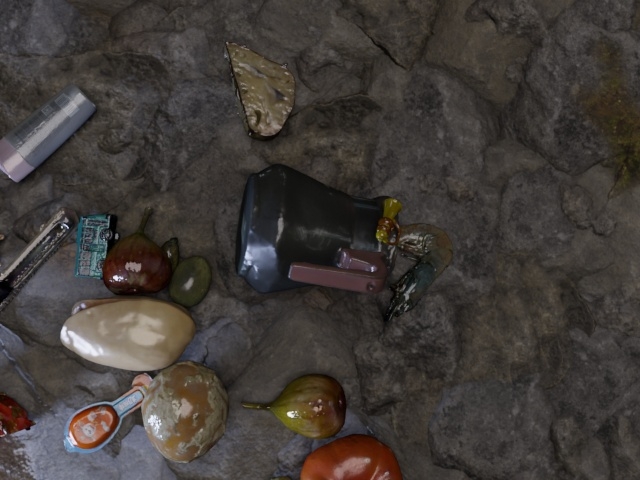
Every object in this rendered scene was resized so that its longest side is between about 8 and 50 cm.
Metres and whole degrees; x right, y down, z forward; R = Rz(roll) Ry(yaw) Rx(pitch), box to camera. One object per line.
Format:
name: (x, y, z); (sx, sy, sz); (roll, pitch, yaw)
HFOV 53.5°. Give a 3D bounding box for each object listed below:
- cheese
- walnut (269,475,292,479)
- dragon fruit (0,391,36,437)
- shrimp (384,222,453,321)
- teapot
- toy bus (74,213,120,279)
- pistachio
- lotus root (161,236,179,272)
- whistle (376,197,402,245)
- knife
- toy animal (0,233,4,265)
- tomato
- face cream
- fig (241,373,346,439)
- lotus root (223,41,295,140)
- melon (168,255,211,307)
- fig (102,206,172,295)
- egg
cheese: (-0.504, 0.419, 1.529); (0.256, 0.037, 0.106); (-34, 91, -8)
walnut: (-0.097, 0.617, 1.538); (0.092, 0.092, 0.092); (1, 85, -7)
dragon fruit: (-0.807, 0.413, 1.432); (0.274, 0.161, 0.126); (-14, 89, -6)
shrimp: (0.215, 0.066, 1.632); (0.178, 0.075, 0.289); (40, 83, 6)
teapot: (0.000, 0.000, 1.476); (0.362, 0.376, 0.305); (6, 114, -13)
toy bus: (-0.544, 0.013, 1.542); (0.092, 0.079, 0.160); (5, 86, -4)
pistachio: (-0.440, 0.205, 1.476); (0.299, 0.187, 0.187); (6, 84, -6)
lotus root: (-0.376, 0.038, 1.572); (0.049, 0.054, 0.099); (14, 84, -26)
whistle: (0.150, -0.034, 1.406); (0.046, 0.057, 0.109); (-1, 52, 28)
knife: (-0.721, 0.063, 1.525); (0.365, 0.043, 0.089); (-47, 129, -10)
toy animal: (-0.798, 0.004, 1.513); (0.114, 0.091, 0.082); (42, 68, 0)
tomato: (0.078, 0.589, 1.509); (0.260, 0.180, 0.259); (1, 86, -9)
face cream: (-0.679, -0.268, 1.555); (0.107, 0.073, 0.269); (44, 81, 4)
fig: (-0.068, 0.403, 1.545); (0.257, 0.159, 0.159); (-1, 85, 11)
lotus root: (-0.148, -0.385, 1.629); (0.170, 0.074, 0.260); (-8, 84, -8)
melon: (-0.317, 0.100, 1.551); (0.098, 0.098, 0.130); (17, 78, -5)
fig: (-0.428, 0.039, 1.513); (0.160, 0.230, 0.143); (-10, 122, 4)
egg: (-0.313, 0.398, 1.471); (0.203, 0.203, 0.245); (6, 108, -6)
